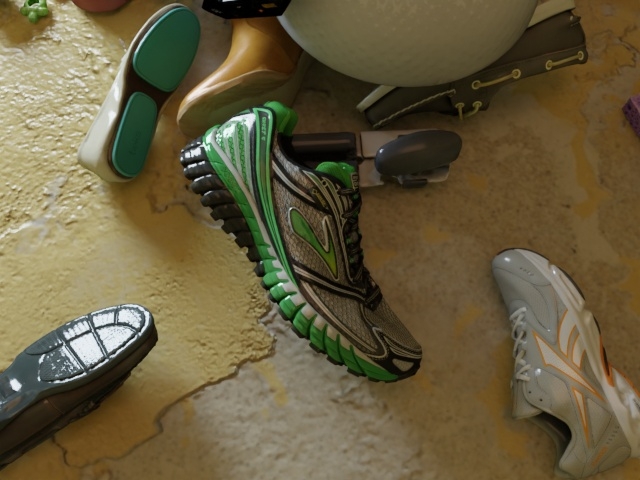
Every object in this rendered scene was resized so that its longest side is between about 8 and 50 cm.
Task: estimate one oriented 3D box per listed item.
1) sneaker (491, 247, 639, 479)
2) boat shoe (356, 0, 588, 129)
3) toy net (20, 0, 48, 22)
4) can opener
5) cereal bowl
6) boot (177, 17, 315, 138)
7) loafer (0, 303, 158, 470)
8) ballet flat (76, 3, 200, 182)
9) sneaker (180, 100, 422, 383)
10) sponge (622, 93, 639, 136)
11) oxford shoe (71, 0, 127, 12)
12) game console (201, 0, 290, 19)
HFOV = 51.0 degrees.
[{"bbox_3d":[0.244,0.132,0.731,0.121,0.099,0.262,-25,72,-7],"label":"sneaker"},{"bbox_3d":[0.195,-0.206,0.844,0.305,0.109,0.091,-26,98,-4],"label":"boat shoe"},{"bbox_3d":[-0.399,-0.411,0.923,0.122,0.045,0.232,13,70,2],"label":"toy net"},{"bbox_3d":[0.023,-0.106,0.805,0.284,0.095,0.075,-3,69,-4],"label":"can opener"},{"bbox_3d":[0.098,-0.352,0.757,0.339,0.141,0.338,1,69,-2],"label":"cereal bowl"},{"bbox_3d":[-0.089,-0.265,0.865,0.295,0.104,0.211,-29,68,-17],"label":"boot"},{"bbox_3d":[-0.289,0.164,0.712,0.268,0.084,0.096,-31,43,-17],"label":"loafer"},{"bbox_3d":[-0.229,-0.187,0.835,0.086,0.086,0.248,19,72,4],"label":"ballet flat"},{"bbox_3d":[0.000,0.000,0.710,0.146,0.134,0.343,-37,87,8],"label":"sneaker"},{"bbox_3d":[0.490,-0.108,0.862,0.117,0.031,0.210,-18,71,-9],"label":"sponge"},{"bbox_3d":[-0.289,-0.488,0.911,0.123,0.130,0.347,-2,70,-3],"label":"oxford shoe"},{"bbox_3d":[-0.122,-0.369,0.790,0.044,0.361,0.213,12,96,-41],"label":"game console"}]
